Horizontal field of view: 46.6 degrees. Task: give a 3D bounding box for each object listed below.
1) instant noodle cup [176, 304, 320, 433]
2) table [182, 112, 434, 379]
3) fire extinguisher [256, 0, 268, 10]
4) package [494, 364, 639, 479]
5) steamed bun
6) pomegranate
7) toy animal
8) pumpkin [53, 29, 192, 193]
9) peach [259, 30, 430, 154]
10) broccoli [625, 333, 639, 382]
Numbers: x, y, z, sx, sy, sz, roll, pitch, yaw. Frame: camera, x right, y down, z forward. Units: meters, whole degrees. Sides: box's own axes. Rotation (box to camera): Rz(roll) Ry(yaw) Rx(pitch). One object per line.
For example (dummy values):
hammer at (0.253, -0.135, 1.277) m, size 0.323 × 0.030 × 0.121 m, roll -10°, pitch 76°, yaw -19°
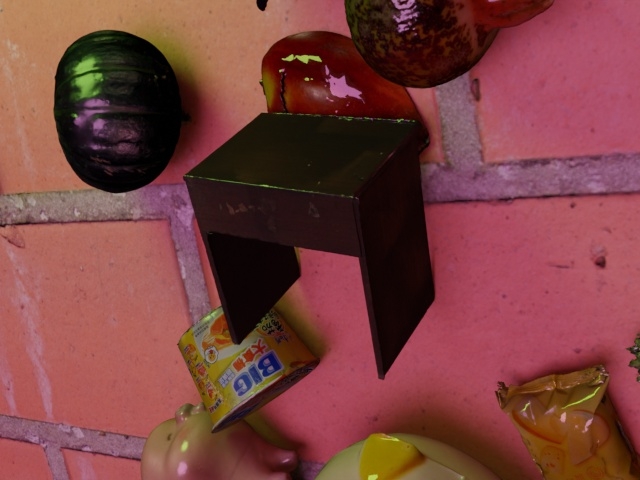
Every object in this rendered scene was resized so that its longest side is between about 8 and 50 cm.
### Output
instant noodle cup at (-0.119, 0.184, 1.176) m, size 0.205 × 0.205 × 0.153 m, roll -43°, pitch 72°, yaw 34°
table at (0.000, 0.000, 1.002) m, size 0.251 × 0.196 × 0.282 m, roll 7°, pitch 127°, yaw 28°
fire extinguisher at (0.045, -0.413, 0.903) m, size 0.337 × 0.135 × 0.114 m, roll -27°, pitch 135°, yaw 35°
package at (0.340, 0.271, 0.985) m, size 0.168 × 0.090 × 0.226 m, roll -25°, pitch 95°, yaw 36°
steamed bun at (0.141, 0.449, 1.035) m, size 0.374 × 0.334 × 0.334 m, roll 31°, pitch 120°, yaw 12°
pomegranate at (0.149, -0.274, 0.836) m, size 0.248 × 0.214 × 0.214 m, roll 18°, pitch 115°, yaw 38°
toy animal at (-0.157, 0.420, 1.262) m, size 0.269 × 0.237 × 0.326 m, roll -18°, pitch 102°, yaw 13°
pumpkin at (-0.305, -0.195, 1.151) m, size 0.250 × 0.216 × 0.250 m, roll -2°, pitch 87°, yaw 58°
peach at (0.018, -0.182, 1.035) m, size 0.279 × 0.068 × 0.189 m, roll 25°, pitch 119°, yaw 21°
broccoli at (0.443, 0.165, 0.829) m, size 0.220 × 0.194 × 0.194 m, roll 17°, pitch 114°, yaw 31°
